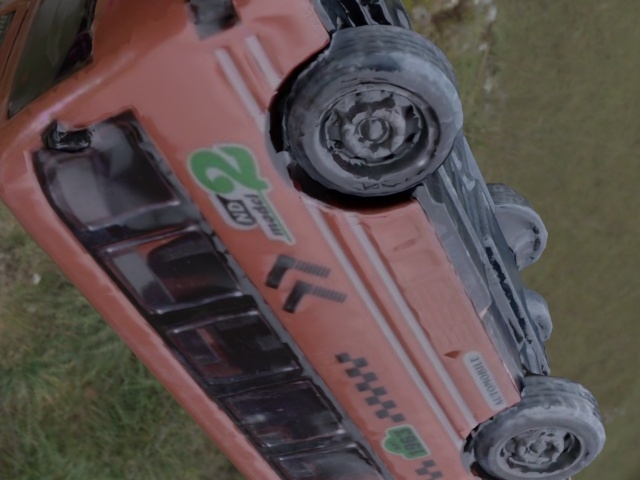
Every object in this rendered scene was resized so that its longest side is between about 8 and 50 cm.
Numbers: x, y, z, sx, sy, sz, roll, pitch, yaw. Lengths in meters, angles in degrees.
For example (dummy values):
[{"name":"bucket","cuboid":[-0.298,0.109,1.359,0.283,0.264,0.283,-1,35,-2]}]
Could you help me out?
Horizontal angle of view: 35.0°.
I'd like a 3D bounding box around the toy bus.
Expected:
[{"name":"toy bus","cuboid":[0.000,0.000,0.579,0.203,0.233,0.427,-92,156,-48]}]
